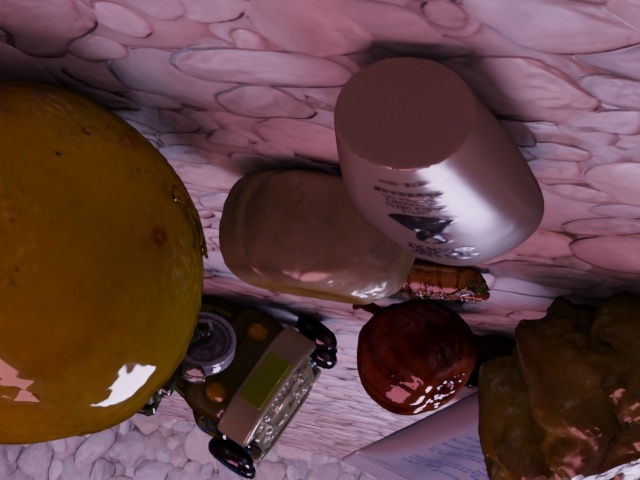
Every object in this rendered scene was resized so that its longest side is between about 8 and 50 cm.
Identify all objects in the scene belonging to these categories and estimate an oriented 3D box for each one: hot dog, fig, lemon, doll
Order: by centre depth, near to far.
[{"bbox_3d":[-0.211,0.017,0.899,0.258,0.257,0.310,7,171,15],"label":"lemon"},{"bbox_3d":[0.097,0.039,1.195,0.122,0.037,0.049,8,169,20],"label":"hot dog"},{"bbox_3d":[0.099,0.110,1.345,0.128,0.150,0.128,0,132,0],"label":"fig"},{"bbox_3d":[0.203,0.141,1.481,0.165,0.057,0.139,5,165,-10],"label":"doll"}]

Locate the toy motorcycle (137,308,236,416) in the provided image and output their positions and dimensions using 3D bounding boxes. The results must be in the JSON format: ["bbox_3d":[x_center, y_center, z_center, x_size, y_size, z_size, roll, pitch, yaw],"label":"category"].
[{"bbox_3d":[-0.234,0.121,1.444,0.275,0.127,0.205,25,139,14],"label":"toy motorcycle"}]

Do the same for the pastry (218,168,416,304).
[{"bbox_3d":[0.000,0.000,1.010,0.156,0.092,0.156,13,174,1],"label":"pastry"}]

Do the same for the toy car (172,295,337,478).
[{"bbox_3d":[-0.110,0.156,1.591,0.198,0.204,0.248,33,168,11],"label":"toy car"}]

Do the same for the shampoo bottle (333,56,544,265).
[{"bbox_3d":[0.076,-0.036,0.828,0.127,0.078,0.257,3,167,16],"label":"shampoo bottle"}]

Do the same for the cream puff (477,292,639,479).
[{"bbox_3d":[0.253,0.150,1.169,0.244,0.244,0.196,22,-163,-38],"label":"cream puff"}]

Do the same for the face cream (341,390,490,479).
[{"bbox_3d":[0.235,0.236,1.447,0.235,0.137,0.420,31,139,-21],"label":"face cream"}]
